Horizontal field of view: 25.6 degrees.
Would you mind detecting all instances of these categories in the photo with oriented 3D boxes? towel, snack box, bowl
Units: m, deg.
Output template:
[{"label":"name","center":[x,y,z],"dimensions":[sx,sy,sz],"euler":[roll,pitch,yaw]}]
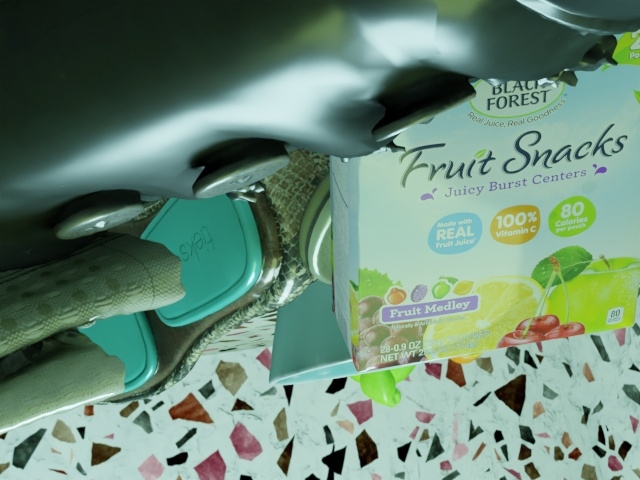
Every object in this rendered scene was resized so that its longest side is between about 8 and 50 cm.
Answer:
[{"label":"towel","center":[-0.259,0.058,0.680],"dimensions":[0.324,0.056,0.312],"euler":[-24,-160,-29]},{"label":"snack box","center":[0.094,-0.036,0.787],"dimensions":[0.174,0.207,0.070],"euler":[-9,-146,-10]},{"label":"bowl","center":[0.090,0.032,1.344],"dimensions":[0.311,0.163,0.311],"euler":[-10,172,-1]}]

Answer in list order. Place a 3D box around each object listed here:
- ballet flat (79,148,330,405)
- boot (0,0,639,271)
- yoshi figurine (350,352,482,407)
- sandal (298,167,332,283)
[{"label":"ballet flat","center":[-0.105,0.029,1.161],"dimensions":[0.182,0.164,0.483],"euler":[-16,173,-39]},{"label":"boot","center":[-0.042,-0.088,0.457],"dimensions":[0.445,0.146,0.367],"euler":[-12,174,36]},{"label":"yoshi figurine","center":[0.104,0.091,1.695],"dimensions":[0.203,0.203,0.362],"euler":[-13,177,-31]},{"label":"sandal","center":[0.107,-0.047,0.876],"dimensions":[0.303,0.086,0.120],"euler":[-32,161,28]}]
